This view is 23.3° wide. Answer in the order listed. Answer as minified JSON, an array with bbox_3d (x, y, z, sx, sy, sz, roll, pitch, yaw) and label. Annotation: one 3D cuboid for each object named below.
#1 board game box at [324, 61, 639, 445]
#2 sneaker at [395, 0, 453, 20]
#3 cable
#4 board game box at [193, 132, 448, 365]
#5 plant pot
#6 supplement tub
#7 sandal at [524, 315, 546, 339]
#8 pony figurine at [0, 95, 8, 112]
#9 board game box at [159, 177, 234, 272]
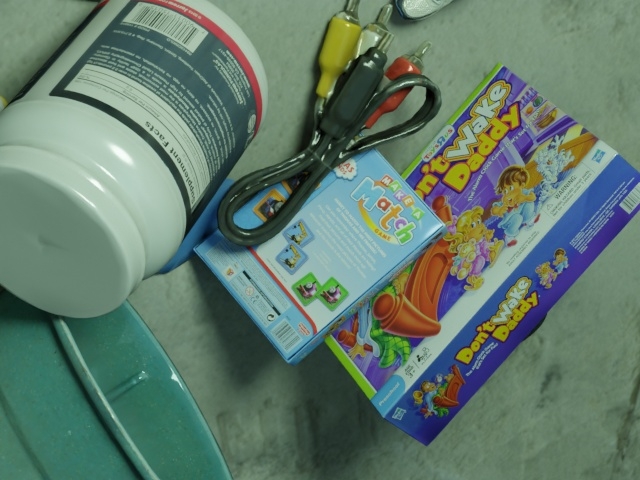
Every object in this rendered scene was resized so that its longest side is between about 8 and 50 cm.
[{"bbox_3d":[0.151,0.009,1.617,0.078,0.233,0.347,36,98,-37],"label":"board game box"},{"bbox_3d":[0.136,-0.266,1.556,0.135,0.058,0.052,-35,106,-8],"label":"sneaker"},{"bbox_3d":[0.013,-0.104,1.574,0.139,0.072,0.287,33,98,-17],"label":"cable"},{"bbox_3d":[0.000,0.000,1.593,0.211,0.160,0.039,-41,163,2],"label":"board game box"},{"bbox_3d":[-0.302,0.230,1.485,0.334,0.341,0.341,-32,127,3],"label":"plant pot"},{"bbox_3d":[-0.179,-0.082,1.363,0.272,0.191,0.191,-59,140,-42],"label":"supplement tub"},{"bbox_3d":[0.179,0.108,1.815,0.179,0.040,0.067,-30,122,10],"label":"sandal"},{"bbox_3d":[-0.396,-0.222,1.230,0.363,0.303,0.351,-3,129,-41],"label":"pony figurine"},{"bbox_3d":[-0.164,-0.027,1.560,0.169,0.033,0.133,5,130,-53],"label":"board game box"}]
